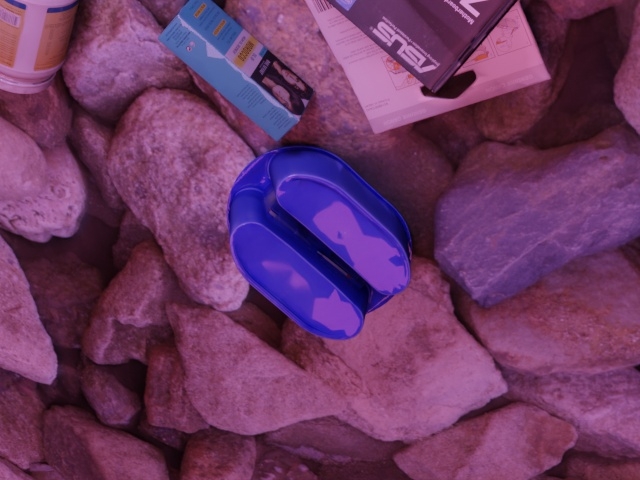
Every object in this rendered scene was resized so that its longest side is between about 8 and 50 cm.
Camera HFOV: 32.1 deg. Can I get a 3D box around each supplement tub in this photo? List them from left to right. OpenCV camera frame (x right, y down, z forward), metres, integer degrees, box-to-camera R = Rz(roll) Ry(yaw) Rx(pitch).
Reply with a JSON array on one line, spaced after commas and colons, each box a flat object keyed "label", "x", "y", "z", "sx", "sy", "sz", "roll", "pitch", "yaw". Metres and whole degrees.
[{"label": "supplement tub", "x": -0.463, "y": -0.346, "z": 1.753, "sx": 0.144, "sy": 0.144, "sz": 0.199, "roll": 25, "pitch": 129, "yaw": -2}]

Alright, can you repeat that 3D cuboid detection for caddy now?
[{"label": "caddy", "x": 0.000, "y": 0.000, "z": 1.850, "sx": 0.341, "sy": 0.179, "sz": 0.241, "roll": 42, "pitch": 103, "yaw": -15}]

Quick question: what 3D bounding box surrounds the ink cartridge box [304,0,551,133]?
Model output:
[{"label": "ink cartridge box", "x": 0.157, "y": -0.316, "z": 1.622, "sx": 0.296, "sy": 0.066, "sz": 0.261, "roll": -15, "pitch": 119, "yaw": 28}]

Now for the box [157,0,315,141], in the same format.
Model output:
[{"label": "box", "x": -0.128, "y": -0.271, "z": 1.729, "sx": 0.244, "sy": 0.100, "sz": 0.060, "roll": 40, "pitch": 127, "yaw": -13}]

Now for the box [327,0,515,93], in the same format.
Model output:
[{"label": "box", "x": 0.110, "y": -0.441, "z": 1.464, "sx": 0.395, "sy": 0.097, "sz": 0.318, "roll": 42, "pitch": 125, "yaw": 1}]
